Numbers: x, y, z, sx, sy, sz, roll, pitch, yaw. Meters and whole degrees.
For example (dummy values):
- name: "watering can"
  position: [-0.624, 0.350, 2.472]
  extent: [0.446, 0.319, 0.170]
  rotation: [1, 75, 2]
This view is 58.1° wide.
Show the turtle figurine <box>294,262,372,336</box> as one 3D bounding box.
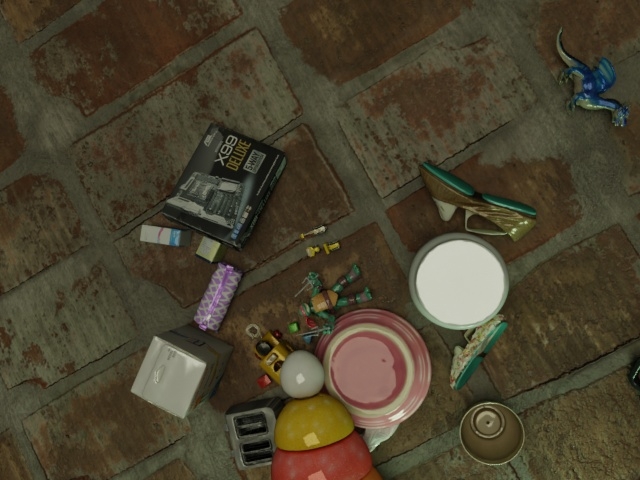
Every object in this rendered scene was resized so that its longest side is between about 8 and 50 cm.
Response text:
- name: "turtle figurine"
  position: [0.017, 0.164, 1.609]
  extent: [0.234, 0.118, 0.175]
  rotation: [-25, 86, -3]

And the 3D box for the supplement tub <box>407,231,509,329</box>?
- name: "supplement tub"
  position: [0.340, 0.096, 1.447]
  extent: [0.236, 0.325, 0.235]
  rotation: [0, 90, 10]

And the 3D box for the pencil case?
- name: "pencil case"
  position: [-0.299, 0.162, 1.679]
  extent: [0.087, 0.088, 0.205]
  rotation: [23, 93, 7]

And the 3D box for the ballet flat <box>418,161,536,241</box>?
- name: "ballet flat"
  position: [0.404, -0.091, 1.559]
  extent: [0.343, 0.116, 0.124]
  rotation: [24, 113, 5]

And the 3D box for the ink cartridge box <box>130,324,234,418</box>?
- name: "ink cartridge box"
  position: [-0.380, 0.359, 1.619]
  extent: [0.168, 0.233, 0.171]
  rotation: [24, 94, 9]

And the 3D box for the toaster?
- name: "toaster"
  position: [-0.171, 0.549, 1.646]
  extent: [0.186, 0.110, 0.167]
  rotation: [-13, 89, 9]

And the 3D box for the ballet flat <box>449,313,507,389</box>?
- name: "ballet flat"
  position: [0.414, 0.292, 1.569]
  extent: [0.077, 0.091, 0.240]
  rotation: [38, 92, 38]

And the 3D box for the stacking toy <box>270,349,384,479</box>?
- name: "stacking toy"
  position: [-0.004, 0.518, 1.488]
  extent: [0.351, 0.350, 0.479]
  rotation: [-9, 90, 10]

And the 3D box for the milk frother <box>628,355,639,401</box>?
- name: "milk frother"
  position: [0.886, 0.348, 1.474]
  extent: [0.143, 0.129, 0.134]
  rotation: [-11, 126, -18]

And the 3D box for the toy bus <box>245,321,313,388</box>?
- name: "toy bus"
  position: [-0.124, 0.334, 1.640]
  extent: [0.202, 0.104, 0.190]
  rotation: [-4, 89, 9]

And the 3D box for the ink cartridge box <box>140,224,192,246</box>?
- name: "ink cartridge box"
  position: [-0.456, -0.015, 1.705]
  extent: [0.123, 0.088, 0.052]
  rotation: [7, 91, 10]

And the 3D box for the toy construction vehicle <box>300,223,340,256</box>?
- name: "toy construction vehicle"
  position: [0.000, 0.000, 1.658]
  extent: [0.098, 0.035, 0.085]
  rotation: [-22, 97, 12]

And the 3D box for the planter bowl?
- name: "planter bowl"
  position: [0.450, 0.499, 1.538]
  extent: [0.162, 0.109, 0.161]
  rotation: [0, 89, 10]

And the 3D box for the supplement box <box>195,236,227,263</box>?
- name: "supplement box"
  position: [-0.311, 0.019, 1.682]
  extent: [0.056, 0.083, 0.083]
  rotation: [27, 95, 9]

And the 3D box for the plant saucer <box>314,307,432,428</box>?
- name: "plant saucer"
  position: [0.135, 0.352, 1.585]
  extent: [0.333, 0.084, 0.331]
  rotation: [-2, 83, 13]

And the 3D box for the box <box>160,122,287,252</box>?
- name: "box"
  position: [-0.268, -0.153, 1.638]
  extent: [0.243, 0.076, 0.307]
  rotation: [24, 77, 9]

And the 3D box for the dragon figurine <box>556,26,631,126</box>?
- name: "dragon figurine"
  position: [0.708, -0.421, 1.504]
  extent: [0.144, 0.085, 0.288]
  rotation: [-16, 88, 9]

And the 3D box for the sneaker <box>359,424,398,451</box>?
- name: "sneaker"
  position: [0.160, 0.535, 1.617]
  extent: [0.152, 0.054, 0.061]
  rotation: [-41, 81, 8]
